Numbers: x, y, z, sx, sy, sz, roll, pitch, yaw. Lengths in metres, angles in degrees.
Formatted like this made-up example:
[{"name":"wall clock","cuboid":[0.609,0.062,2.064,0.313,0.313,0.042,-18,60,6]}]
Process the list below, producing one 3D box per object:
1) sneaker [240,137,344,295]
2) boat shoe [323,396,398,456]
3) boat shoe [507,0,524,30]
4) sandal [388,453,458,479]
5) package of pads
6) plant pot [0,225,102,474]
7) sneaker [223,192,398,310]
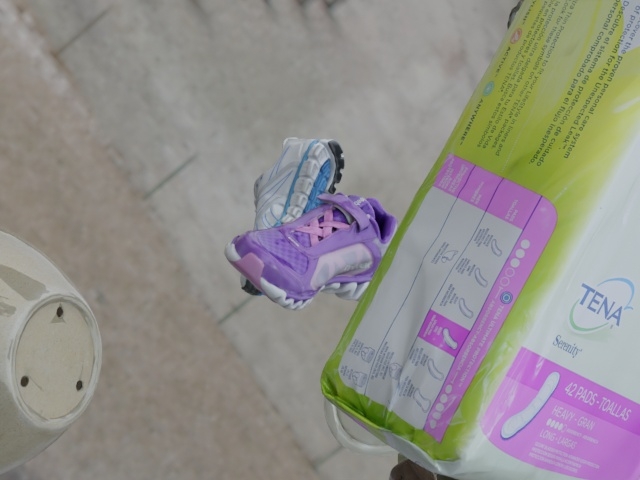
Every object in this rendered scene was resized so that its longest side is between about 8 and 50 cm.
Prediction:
[{"name":"sneaker","cuboid":[-0.046,-0.029,1.769,0.083,0.190,0.071,18,-15,37]},{"name":"boat shoe","cuboid":[0.162,0.107,1.364,0.097,0.324,0.116,60,15,-88]},{"name":"boat shoe","cuboid":[0.295,-0.215,1.374,0.091,0.305,0.109,17,65,-64]},{"name":"sandal","cuboid":[0.118,0.267,1.829,0.086,0.120,0.303,46,6,-16]},{"name":"package of pads","cuboid":[0.146,-0.007,0.836,0.101,0.296,0.229,29,1,36]},{"name":"plant pot","cuboid":[-0.325,0.110,1.563,0.284,0.191,0.284,-7,99,-58]},{"name":"sneaker","cuboid":[0.000,0.000,1.551,0.095,0.104,0.236,46,22,20]}]
